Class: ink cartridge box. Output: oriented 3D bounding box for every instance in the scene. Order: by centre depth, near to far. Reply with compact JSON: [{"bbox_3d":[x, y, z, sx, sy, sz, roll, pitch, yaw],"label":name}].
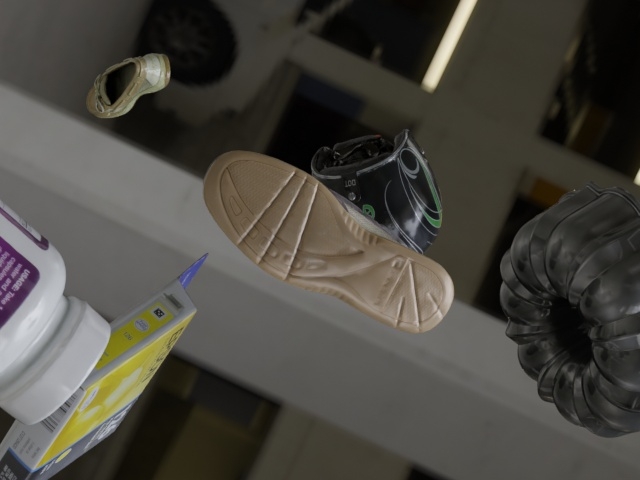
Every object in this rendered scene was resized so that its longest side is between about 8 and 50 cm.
[{"bbox_3d":[-0.276,0.186,2.218,0.307,0.072,0.303,-33,165,-45],"label":"ink cartridge box"}]

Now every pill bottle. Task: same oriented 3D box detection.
[{"bbox_3d":[-0.342,0.030,1.560,0.169,0.301,0.169,-41,-161,18],"label":"pill bottle"}]

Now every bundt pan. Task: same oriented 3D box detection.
[{"bbox_3d":[0.339,0.102,2.130,0.124,0.330,0.331,-22,157,-25],"label":"bundt pan"}]

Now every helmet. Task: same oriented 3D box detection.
[{"bbox_3d":[0.070,-0.040,2.060,0.169,0.169,0.161,-63,138,-57],"label":"helmet"}]

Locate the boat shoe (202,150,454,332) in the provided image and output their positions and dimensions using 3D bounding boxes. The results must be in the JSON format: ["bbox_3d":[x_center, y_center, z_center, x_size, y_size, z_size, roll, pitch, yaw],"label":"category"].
[{"bbox_3d":[0.000,0.000,1.682,0.102,0.285,0.092,-62,-159,0],"label":"boat shoe"}]

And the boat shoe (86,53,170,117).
[{"bbox_3d":[-0.234,-0.181,1.987,0.153,0.048,0.056,-15,-102,49],"label":"boat shoe"}]
